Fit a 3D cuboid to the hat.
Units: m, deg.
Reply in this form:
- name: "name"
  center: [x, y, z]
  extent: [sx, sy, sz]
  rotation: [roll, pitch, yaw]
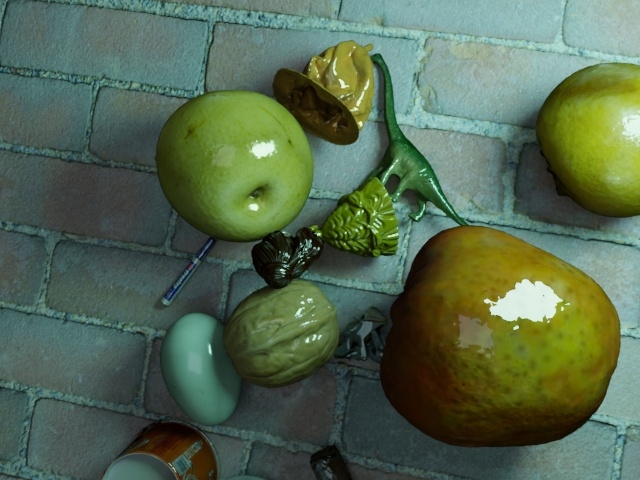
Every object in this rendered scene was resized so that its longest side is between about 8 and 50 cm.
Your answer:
- name: "hat"
  center: [0.049, -0.379, 1.554]
  extent: [0.233, 0.244, 0.233]
  rotation: [45, 70, -15]

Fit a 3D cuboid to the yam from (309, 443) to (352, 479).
- name: "yam"
  center: [0.032, 0.550, 1.531]
  extent: [0.079, 0.079, 0.141]
  rotation: [-26, 85, 6]

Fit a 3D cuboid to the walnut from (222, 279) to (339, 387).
- name: "walnut"
  center: [-0.082, 0.203, 1.459]
  extent: [0.261, 0.225, 0.224]
  rotation: [-24, 84, 2]

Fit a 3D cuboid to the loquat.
- name: "loquat"
  center: [0.625, -0.221, 1.361]
  extent: [0.359, 0.328, 0.328]
  rotation: [-34, 83, 26]

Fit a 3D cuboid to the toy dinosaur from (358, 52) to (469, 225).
- name: "toy dinosaur"
  center: [0.229, -0.215, 1.546]
  extent: [0.447, 0.087, 0.300]
  rotation: [32, 82, 11]

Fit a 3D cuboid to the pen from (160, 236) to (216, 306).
- name: "pen"
  center: [-0.323, 0.076, 1.631]
  extent: [0.025, 0.025, 0.204]
  rotation: [37, 93, 8]

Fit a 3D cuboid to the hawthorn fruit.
- name: "hawthorn fruit"
  center: [0.347, 0.208, 1.321]
  extent: [0.472, 0.472, 0.471]
  rotation: [0, 87, 8]

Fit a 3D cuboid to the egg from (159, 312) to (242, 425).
- name: "egg"
  center: [-0.270, 0.296, 1.533]
  extent: [0.183, 0.183, 0.264]
  rotation: [-15, 91, 7]

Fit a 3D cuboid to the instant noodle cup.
- name: "instant noodle cup"
  center: [-0.375, 0.554, 1.529]
  extent: [0.251, 0.192, 0.250]
  rotation: [0, 87, 8]

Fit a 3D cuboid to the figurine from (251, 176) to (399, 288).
- name: "figurine"
  center: [-0.002, -0.003, 1.460]
  extent: [0.315, 0.187, 0.168]
  rotation: [-20, 63, -16]

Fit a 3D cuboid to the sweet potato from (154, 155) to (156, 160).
- name: "sweet potato"
  center: [-0.323, -0.148, 1.628]
  extent: [0.202, 0.055, 0.058]
  rotation: [42, 130, 6]

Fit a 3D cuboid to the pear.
- name: "pear"
  center: [-0.189, -0.168, 1.471]
  extent: [0.349, 0.348, 0.348]
  rotation: [0, 87, 8]

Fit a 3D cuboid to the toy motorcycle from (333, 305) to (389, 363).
- name: "toy motorcycle"
  center: [0.066, 0.218, 1.542]
  extent: [0.229, 0.094, 0.129]
  rotation: [-3, 82, 21]

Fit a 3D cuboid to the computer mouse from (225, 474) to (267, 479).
- name: "computer mouse"
  center: [-0.169, 0.697, 1.531]
  extent: [0.184, 0.121, 0.296]
  rotation: [1, 86, 7]
